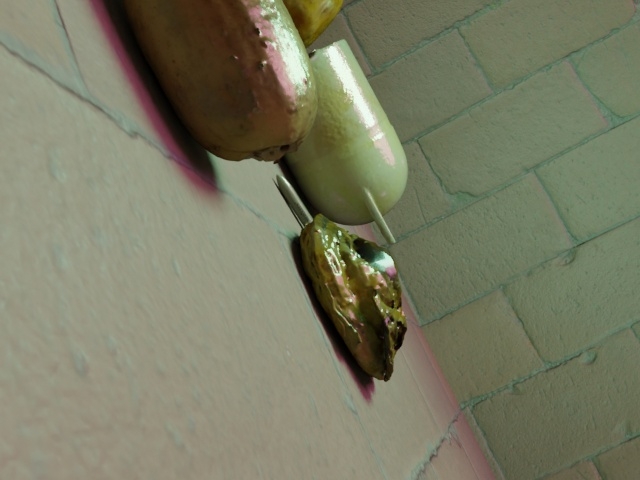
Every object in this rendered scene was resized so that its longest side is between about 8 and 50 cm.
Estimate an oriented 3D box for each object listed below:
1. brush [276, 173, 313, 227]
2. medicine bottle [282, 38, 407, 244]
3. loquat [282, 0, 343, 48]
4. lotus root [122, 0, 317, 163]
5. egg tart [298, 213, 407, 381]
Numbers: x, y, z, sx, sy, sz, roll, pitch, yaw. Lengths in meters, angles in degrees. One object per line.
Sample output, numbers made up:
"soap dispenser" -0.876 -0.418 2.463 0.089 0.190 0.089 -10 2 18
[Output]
"brush" 0.000 0.000 1.116 0.299 0.039 0.042 57 48 -20
"medicine bottle" 0.047 -0.186 1.287 0.406 0.236 0.235 61 8 -11
"loquat" -0.107 -0.521 1.173 0.328 0.329 0.328 60 8 -15
"lotus root" -0.121 -0.244 0.677 0.151 0.169 0.342 -25 -88 57
"egg tart" 0.070 0.085 0.979 0.297 0.132 0.297 -22 90 -85
